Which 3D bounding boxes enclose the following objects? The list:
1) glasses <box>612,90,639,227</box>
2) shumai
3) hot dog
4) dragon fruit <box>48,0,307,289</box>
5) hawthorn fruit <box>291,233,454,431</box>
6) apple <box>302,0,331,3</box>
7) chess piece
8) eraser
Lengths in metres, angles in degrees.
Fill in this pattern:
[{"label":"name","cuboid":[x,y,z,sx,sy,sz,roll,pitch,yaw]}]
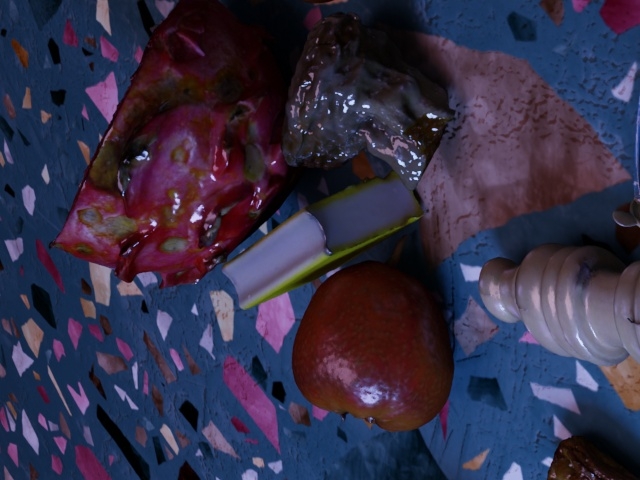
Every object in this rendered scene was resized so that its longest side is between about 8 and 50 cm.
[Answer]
[{"label":"glasses","cuboid":[0.364,-0.100,1.253,0.190,0.088,0.220,17,101,49]},{"label":"shumai","cuboid":[0.057,-0.144,1.567,0.176,0.166,0.206,19,164,5]},{"label":"hot dog","cuboid":[0.296,0.270,1.518,0.147,0.065,0.099,40,127,36]},{"label":"dragon fruit","cuboid":[-0.152,-0.098,1.715,0.249,0.371,0.386,27,141,-5]},{"label":"hawthorn fruit","cuboid":[0.068,0.101,1.650,0.197,0.197,0.225,6,83,52]},{"label":"apple","cuboid":[-0.003,-0.320,1.560,0.126,0.102,0.126,34,133,46]},{"label":"chess piece","cuboid":[0.270,0.068,1.413,0.139,0.124,0.307,35,164,-31]},{"label":"eraser","cuboid":[0.000,0.000,1.680,0.226,0.158,0.069,-33,84,54]}]
